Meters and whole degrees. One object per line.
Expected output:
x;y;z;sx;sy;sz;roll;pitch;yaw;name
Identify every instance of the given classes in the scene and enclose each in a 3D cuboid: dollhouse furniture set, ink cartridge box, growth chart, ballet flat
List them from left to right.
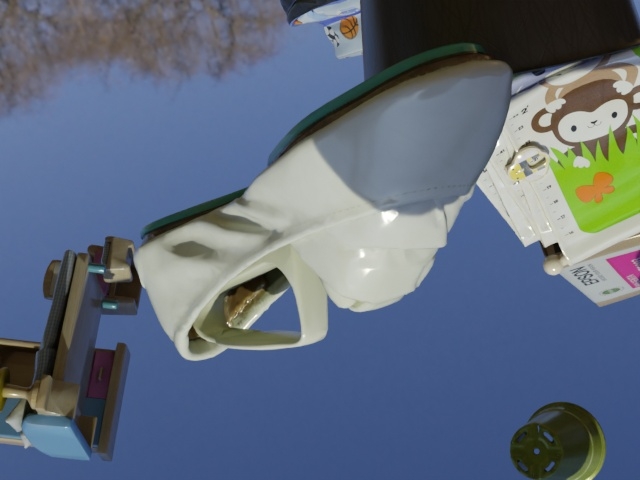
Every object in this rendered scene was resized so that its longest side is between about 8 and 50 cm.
-0.329;0.092;1.257;0.198;0.303;0.286;6;-113;0;dollhouse furniture set
0.000;0.000;0.772;0.400;0.139;0.139;-26;-163;51;ballet flat
0.179;-0.068;0.796;0.172;0.237;0.021;-34;-141;19;growth chart
0.367;-0.011;1.275;0.193;0.235;0.088;-20;-112;22;ink cartridge box

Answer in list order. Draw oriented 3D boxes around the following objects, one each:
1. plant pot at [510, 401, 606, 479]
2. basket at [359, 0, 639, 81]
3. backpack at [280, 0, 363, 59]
0.215;0.194;1.054;0.083;0.083;0.079;10;180;31;plant pot
0.104;-0.227;0.766;0.204;0.226;0.154;-5;-168;30;basket
0.096;-0.331;1.227;0.263;0.213;0.277;-42;-155;-30;backpack
